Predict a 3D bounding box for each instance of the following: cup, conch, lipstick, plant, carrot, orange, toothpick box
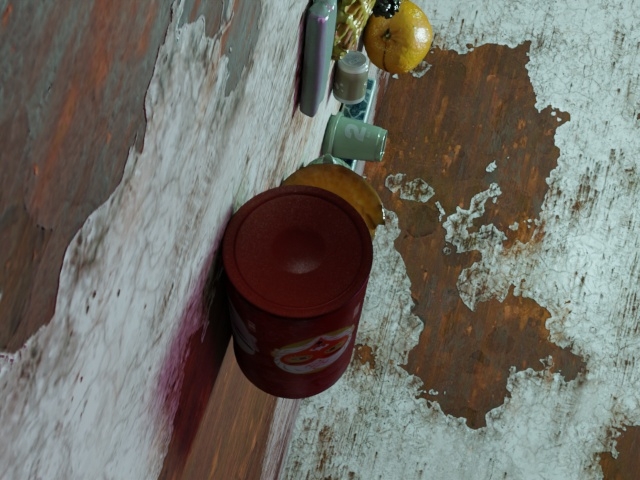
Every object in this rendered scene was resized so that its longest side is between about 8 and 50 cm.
[{"bbox_3d":[0.071,-0.368,1.836,0.099,0.074,0.102,98,8,-51],"label":"cup"},{"bbox_3d":[0.005,-0.111,1.709,0.153,0.102,0.135,46,65,-46],"label":"conch"},{"bbox_3d":[0.077,-0.283,2.140,0.076,0.078,0.289,87,17,-72],"label":"lipstick"},{"bbox_3d":[0.149,-0.595,1.978,0.094,0.092,0.143,114,-16,-76],"label":"plant"},{"bbox_3d":[0.000,0.000,1.566,0.254,0.196,0.196,108,-1,-61],"label":"carrot"},{"bbox_3d":[0.082,-0.234,1.981,0.120,0.141,0.120,16,90,-83],"label":"cup"},{"bbox_3d":[0.200,-0.537,2.214,0.161,0.193,0.193,-26,136,-50],"label":"orange"},{"bbox_3d":[-0.037,0.088,1.237,0.333,0.204,0.204,96,10,-61],"label":"toothpick box"}]

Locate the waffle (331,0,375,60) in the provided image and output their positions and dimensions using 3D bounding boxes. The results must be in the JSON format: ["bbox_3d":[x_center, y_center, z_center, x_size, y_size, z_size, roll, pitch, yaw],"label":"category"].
[{"bbox_3d":[0.068,-0.446,1.565,0.291,0.051,0.291,24,90,-88],"label":"waffle"}]

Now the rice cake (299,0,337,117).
[{"bbox_3d":[-0.006,-0.299,1.371,0.221,0.042,0.080,100,6,-53],"label":"rice cake"}]
